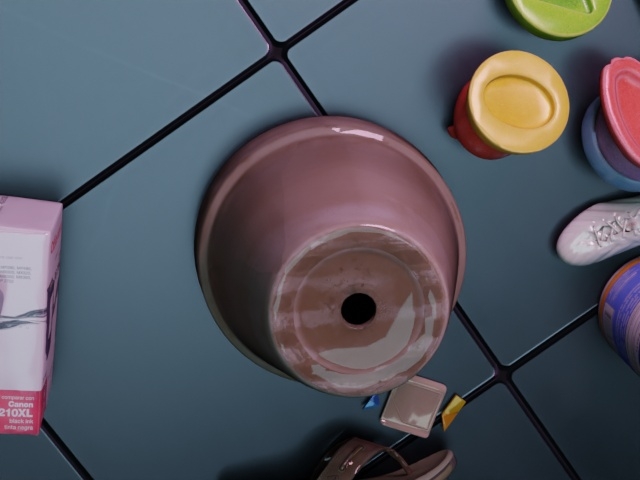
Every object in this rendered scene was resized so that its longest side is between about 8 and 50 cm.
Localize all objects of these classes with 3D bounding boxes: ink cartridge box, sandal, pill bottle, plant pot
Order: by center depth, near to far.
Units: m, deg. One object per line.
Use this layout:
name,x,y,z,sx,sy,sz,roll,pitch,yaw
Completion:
plant pot,0.026,0.041,1.560,0.323,0.280,0.323,-2,105,-7
ink cartridge box,-0.355,0.080,1.603,0.100,0.172,0.237,4,103,-7
pill bottle,0.437,0.117,1.652,0.152,0.272,0.152,-2,104,-7
sandal,0.021,0.291,1.731,0.302,0.120,0.086,-8,90,-4

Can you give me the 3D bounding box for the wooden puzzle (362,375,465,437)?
wooden puzzle,0.118,0.207,1.771,0.116,0.014,0.078,25,95,-12

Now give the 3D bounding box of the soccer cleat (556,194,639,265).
soccer cleat,0.383,-0.022,1.713,0.196,0.076,0.068,-23,105,0

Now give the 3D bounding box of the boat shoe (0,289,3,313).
boat shoe,-0.377,0.108,1.498,0.040,0.049,0.142,25,104,23

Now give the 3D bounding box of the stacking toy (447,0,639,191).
stacking toy,0.310,-0.202,1.674,0.309,0.130,0.279,11,76,-12
